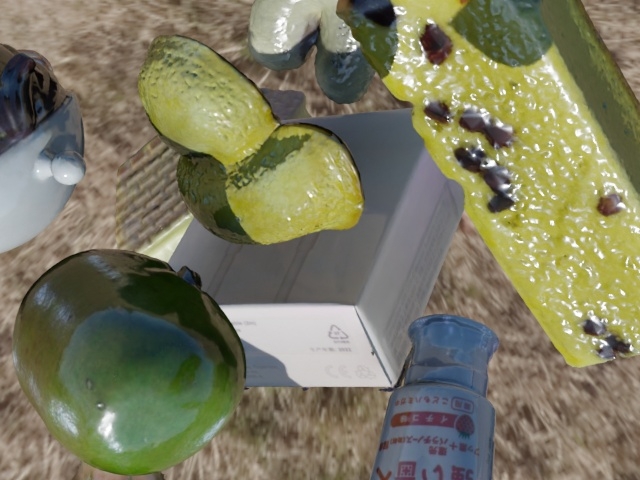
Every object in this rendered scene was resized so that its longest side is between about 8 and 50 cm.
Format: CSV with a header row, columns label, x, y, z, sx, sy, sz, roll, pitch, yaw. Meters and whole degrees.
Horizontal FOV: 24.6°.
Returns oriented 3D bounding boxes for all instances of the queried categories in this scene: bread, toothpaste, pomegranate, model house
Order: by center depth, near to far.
label,x,y,z,sx,sy,sz,roll,pitch,yaw
toothpaste,0.053,0.152,0.755,0.089,0.057,0.234,-2,58,23
bread,-0.056,-0.057,0.933,0.065,0.187,0.149,-43,128,-24
pomegranate,-0.124,0.101,0.949,0.131,0.152,0.191,-16,125,-30
bread,0.152,-0.065,1.017,0.138,0.077,0.361,-15,123,36
model house,-0.106,-0.035,1.747,0.261,0.321,0.266,-37,103,30

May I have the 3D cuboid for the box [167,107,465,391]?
label,x,y,z,sx,sy,sz,roll,pitch,yaw
box,-0.005,0.007,1.240,0.203,0.252,0.106,-3,131,30

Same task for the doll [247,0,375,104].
label,x,y,z,sx,sy,sz,roll,pitch,yaw
doll,0.016,-0.245,1.215,0.175,0.149,0.278,9,122,-8

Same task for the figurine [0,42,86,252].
label,x,y,z,sx,sy,sz,roll,pitch,yaw
figurine,-0.324,-0.053,1.248,0.167,0.370,0.281,52,52,-12
